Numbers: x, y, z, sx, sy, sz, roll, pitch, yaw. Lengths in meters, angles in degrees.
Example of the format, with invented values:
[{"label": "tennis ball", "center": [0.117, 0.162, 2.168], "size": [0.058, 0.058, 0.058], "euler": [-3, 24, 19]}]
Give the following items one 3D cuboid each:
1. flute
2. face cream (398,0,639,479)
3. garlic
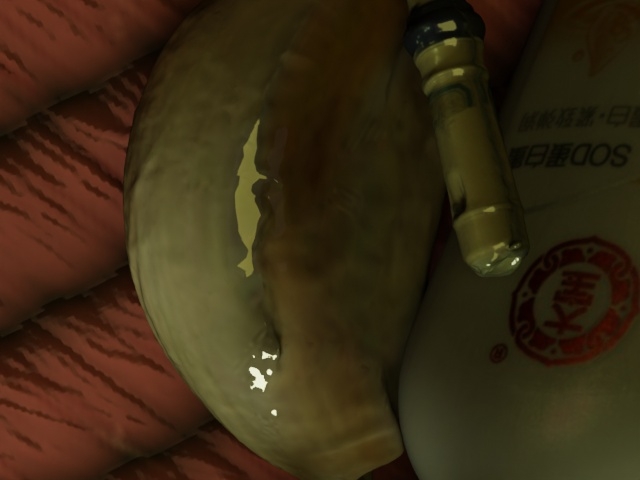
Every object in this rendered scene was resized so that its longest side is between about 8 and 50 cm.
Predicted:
[{"label": "flute", "center": [0.029, -0.100, 0.441], "size": [0.027, 0.027, 0.233], "euler": [-10, 74, -8]}, {"label": "face cream", "center": [0.091, 0.025, 0.429], "size": [0.071, 0.144, 0.291], "euler": [40, 67, -43]}, {"label": "garlic", "center": [-0.013, -0.007, 0.472], "size": [0.101, 0.087, 0.196], "euler": [-2, 97, -22]}]
